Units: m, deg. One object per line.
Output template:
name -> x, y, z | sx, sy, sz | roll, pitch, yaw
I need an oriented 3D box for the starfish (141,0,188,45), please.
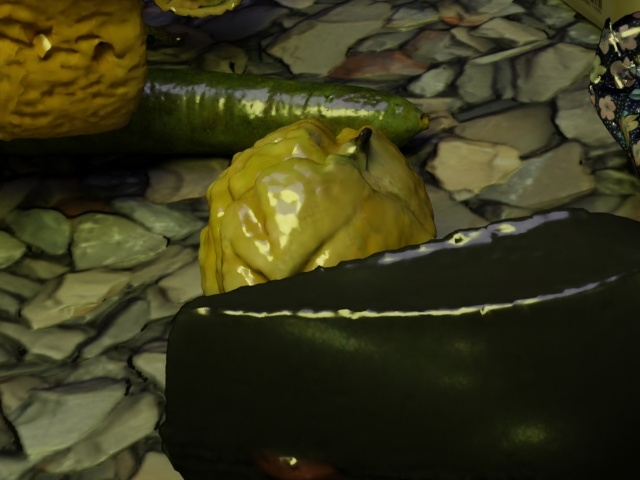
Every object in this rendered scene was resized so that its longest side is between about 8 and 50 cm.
starfish -> -0.227, -0.181, 1.245 | 0.208, 0.053, 0.176 | -27, 27, -34

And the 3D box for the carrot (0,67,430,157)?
carrot -> -0.096, -0.095, 1.057 | 0.359, 0.074, 0.074 | 2, 35, 15

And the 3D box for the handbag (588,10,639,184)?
handbag -> 0.293, -0.072, 0.874 | 0.229, 0.126, 0.207 | -9, 40, 1

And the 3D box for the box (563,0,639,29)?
box -> 0.285, -0.236, 1.146 | 0.168, 0.095, 0.212 | -16, 34, -12

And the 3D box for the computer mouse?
computer mouse -> 0.068, 0.085, 0.664 | 0.295, 0.168, 0.087 | -10, 35, 3

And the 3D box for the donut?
donut -> -0.242, -0.234, 1.035 | 0.378, 0.163, 0.435 | 19, 39, 12

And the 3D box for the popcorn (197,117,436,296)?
popcorn -> 0.000, 0.000, 0.838 | 0.167, 0.152, 0.148 | -13, 62, -49
